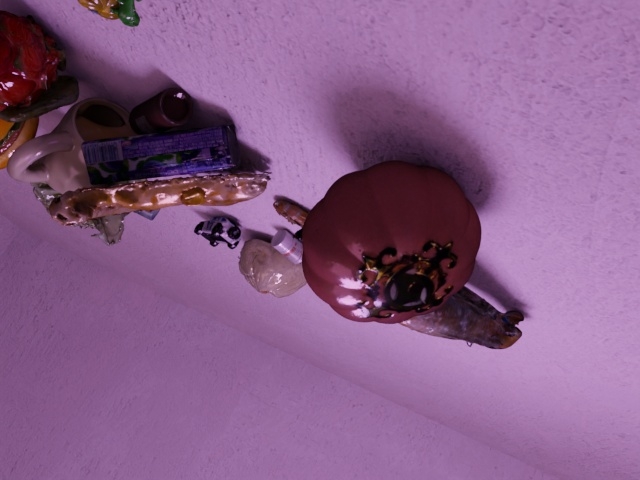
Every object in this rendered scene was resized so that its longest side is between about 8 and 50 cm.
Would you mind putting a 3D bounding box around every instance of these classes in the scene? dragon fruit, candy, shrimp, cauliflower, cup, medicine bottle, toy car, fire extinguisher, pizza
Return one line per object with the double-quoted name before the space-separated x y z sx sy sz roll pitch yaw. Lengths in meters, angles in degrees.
"dragon fruit" -0.629 -0.338 1.114 0.274 0.192 0.193 -17 162 -4
"candy" -0.315 -0.170 1.149 0.312 0.088 0.061 -5 -168 9
"shrimp" -0.031 -0.043 1.358 0.184 0.043 0.091 31 167 7
"cauliflower" -0.579 -0.143 1.522 0.281 0.261 0.327 15 -169 36
"cup" -0.533 -0.175 1.271 0.202 0.255 0.173 -31 111 37
"medicine bottle" -0.080 0.017 1.528 0.057 0.057 0.089 1 147 50
"toy car" -0.285 -0.026 1.654 0.170 0.070 0.080 4 150 50
"fire extinguisher" -0.329 -0.247 1.189 0.099 0.071 0.231 22 166 -34
"pizza" -0.356 -0.100 1.302 0.434 0.080 0.392 -7 -173 -19
"shrimp" 0.258 0.128 1.235 0.445 0.221 0.110 26 122 -23

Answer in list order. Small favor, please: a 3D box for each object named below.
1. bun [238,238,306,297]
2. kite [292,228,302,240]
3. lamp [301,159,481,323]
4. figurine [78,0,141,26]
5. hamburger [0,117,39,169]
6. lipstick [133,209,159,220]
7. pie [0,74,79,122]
"bun" -0.143 0.091 1.672 0.220 0.134 0.220 21 161 7
"kite" 0.000 0.000 1.377 0.182 0.010 0.160 13 -162 -39
"lamp" 0.113 -0.004 0.984 0.305 0.240 0.305 -6 132 -7
"figurine" -0.311 -0.383 0.818 0.156 0.095 0.115 45 138 1
"hamburger" -0.837 -0.302 1.432 0.246 0.246 0.170 18 167 22
"lipstick" -0.610 -0.159 1.725 0.289 0.078 0.076 28 159 -8
"pie" -0.600 -0.300 1.226 0.186 0.187 0.041 16 134 28
